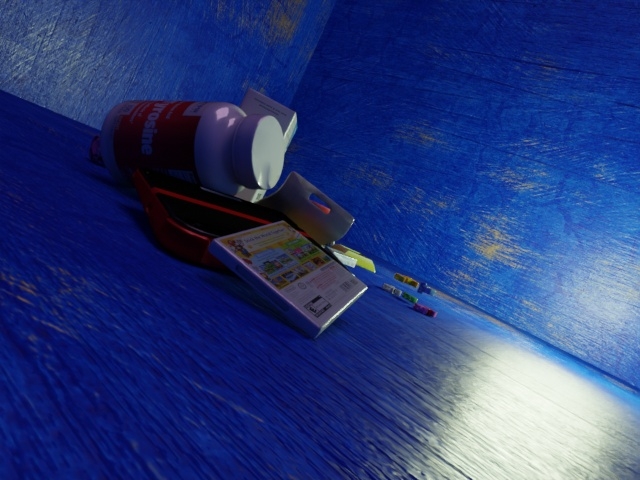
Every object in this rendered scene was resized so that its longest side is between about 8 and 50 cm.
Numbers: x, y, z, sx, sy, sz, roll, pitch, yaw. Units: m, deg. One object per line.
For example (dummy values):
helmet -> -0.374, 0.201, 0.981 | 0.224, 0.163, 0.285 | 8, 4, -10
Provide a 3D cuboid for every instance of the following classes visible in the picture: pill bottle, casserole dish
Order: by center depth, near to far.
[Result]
pill bottle -> -0.309, -0.227, 1.100 | 0.407, 0.229, 0.229 | 7, -2, 19
casserole dish -> 0.053, 0.079, 1.122 | 0.114, 0.037, 0.188 | 46, -1, 27

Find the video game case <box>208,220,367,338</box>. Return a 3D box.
video game case -> -0.041, 0.049, 0.727 | 0.206, 0.026, 0.227 | 38, 22, 12

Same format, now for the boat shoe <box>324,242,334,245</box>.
boat shoe -> 0.000, 0.000, 1.769 | 0.075, 0.065, 0.206 | 60, -13, -7

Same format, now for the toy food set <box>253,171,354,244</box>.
toy food set -> -0.087, -0.074, 1.226 | 0.219, 0.092, 0.306 | 35, -30, -27

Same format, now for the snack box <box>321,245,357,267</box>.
snack box -> 0.062, 0.059, 1.733 | 0.141, 0.037, 0.100 | 21, 4, -43

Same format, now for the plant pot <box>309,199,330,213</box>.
plant pot -> -0.037, -0.080, 1.956 | 0.191, 0.174, 0.191 | 25, 5, -2

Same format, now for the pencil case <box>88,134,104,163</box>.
pencil case -> -0.603, -0.250, 1.385 | 0.209, 0.095, 0.098 | 19, 23, -41

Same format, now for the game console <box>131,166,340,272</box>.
game console -> -0.166, -0.024, 0.907 | 0.386, 0.060, 0.342 | 17, 14, -38

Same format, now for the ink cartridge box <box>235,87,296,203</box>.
ink cartridge box -> -0.233, -0.250, 1.445 | 0.166, 0.395, 0.285 | 27, 4, -4

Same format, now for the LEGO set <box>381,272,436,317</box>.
LEGO set -> 0.284, 0.159, 1.459 | 0.093, 0.087, 0.227 | 23, 4, -35

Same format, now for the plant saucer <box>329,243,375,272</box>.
plant saucer -> 0.148, 0.072, 2.034 | 0.188, 0.045, 0.188 | 23, 4, -21
